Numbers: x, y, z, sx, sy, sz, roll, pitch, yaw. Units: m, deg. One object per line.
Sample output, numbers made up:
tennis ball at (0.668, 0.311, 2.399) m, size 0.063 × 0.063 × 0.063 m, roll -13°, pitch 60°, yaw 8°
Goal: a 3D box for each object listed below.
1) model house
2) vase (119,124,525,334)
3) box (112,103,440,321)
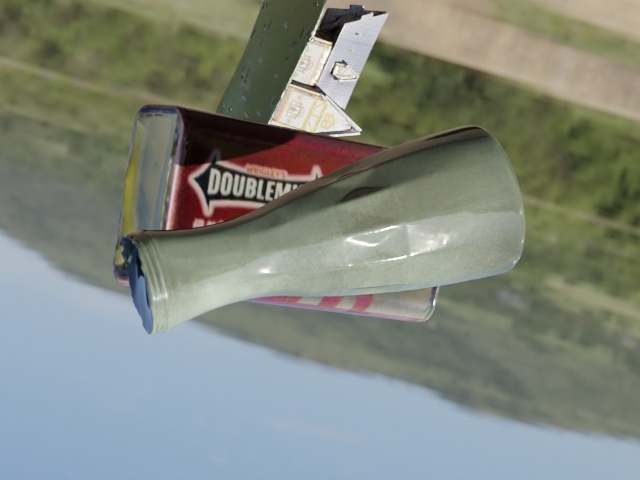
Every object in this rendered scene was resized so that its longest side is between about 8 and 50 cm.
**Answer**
model house at (-0.010, -0.146, 1.723) m, size 0.088 × 0.167 × 0.117 m, roll 16°, pitch -164°, yaw -28°
vase at (0.000, 0.000, 1.088) m, size 0.214 × 0.086 × 0.086 m, roll -14°, pitch -169°, yaw -17°
box at (-0.021, -0.015, 1.283) m, size 0.224 × 0.120 × 0.069 m, roll 10°, pitch 179°, yaw -37°
